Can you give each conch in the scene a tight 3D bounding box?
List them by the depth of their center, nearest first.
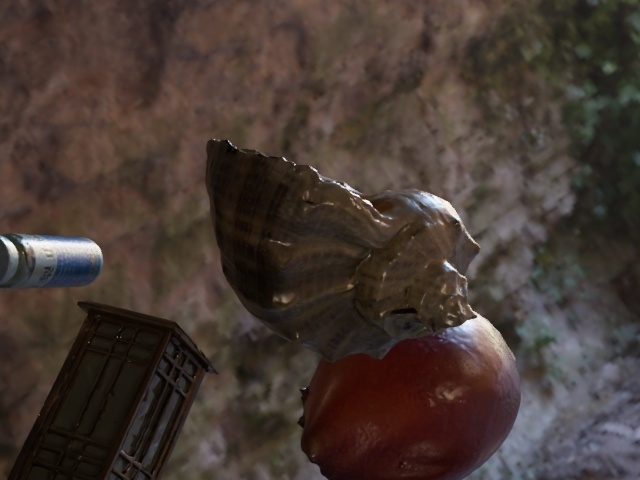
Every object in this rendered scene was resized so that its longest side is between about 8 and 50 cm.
[{"bbox_3d":[-0.002,0.016,1.078,0.291,0.159,0.210,19,5,37],"label":"conch"}]

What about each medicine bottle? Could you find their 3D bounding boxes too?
[{"bbox_3d":[-0.259,0.019,1.165,0.051,0.051,0.191,-34,-9,11],"label":"medicine bottle"}]

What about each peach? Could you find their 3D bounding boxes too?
[{"bbox_3d":[0.124,0.189,1.653,0.362,0.257,0.201,-14,-30,-53],"label":"peach"}]

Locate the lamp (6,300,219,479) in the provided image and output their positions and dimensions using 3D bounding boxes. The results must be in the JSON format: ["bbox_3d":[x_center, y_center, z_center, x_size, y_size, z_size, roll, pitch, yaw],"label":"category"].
[{"bbox_3d":[-0.182,0.206,0.895,0.325,0.089,0.090,-69,-27,-22],"label":"lamp"}]
